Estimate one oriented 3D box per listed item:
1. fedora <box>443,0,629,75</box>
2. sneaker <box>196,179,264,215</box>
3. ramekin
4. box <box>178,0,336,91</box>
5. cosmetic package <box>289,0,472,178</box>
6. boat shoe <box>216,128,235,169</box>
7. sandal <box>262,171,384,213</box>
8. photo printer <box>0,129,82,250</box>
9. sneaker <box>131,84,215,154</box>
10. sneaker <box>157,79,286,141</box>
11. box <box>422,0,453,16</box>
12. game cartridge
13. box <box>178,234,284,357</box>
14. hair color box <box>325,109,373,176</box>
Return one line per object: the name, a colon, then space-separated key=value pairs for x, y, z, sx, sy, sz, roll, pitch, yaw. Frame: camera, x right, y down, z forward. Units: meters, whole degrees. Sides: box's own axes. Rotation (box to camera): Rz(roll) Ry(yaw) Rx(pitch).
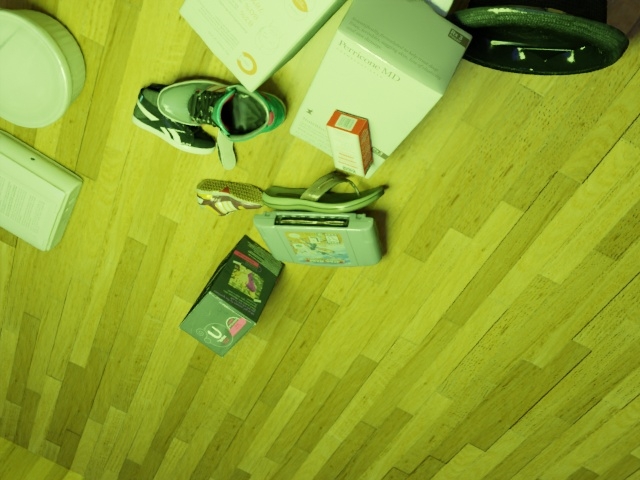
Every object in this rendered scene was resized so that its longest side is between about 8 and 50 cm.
fedora: x=0.392 y=-0.418 z=1.104 sx=0.334 sy=0.334 sz=0.152 roll=12 pitch=90 yaw=7
sneaker: x=-0.227 y=-0.100 z=1.543 sx=0.186 sy=0.069 sz=0.083 roll=14 pitch=132 yaw=13
ramekin: x=-0.689 y=-0.416 z=1.425 sx=0.273 sy=0.127 sz=0.272 roll=7 pitch=123 yaw=11
box: x=-0.080 y=-0.477 z=1.125 sx=0.215 sy=0.168 sz=0.345 roll=48 pitch=143 yaw=-11
cosmetic package: x=0.097 y=-0.295 z=1.171 sx=0.217 sy=0.156 sz=0.385 roll=29 pitch=160 yaw=-3
boat shoe: x=-0.233 y=-0.236 z=1.471 sx=0.046 sy=0.038 sz=0.125 roll=-20 pitch=125 yaw=-24
sandal: x=0.001 y=-0.120 z=1.442 sx=0.303 sy=0.120 sz=0.086 roll=3 pitch=108 yaw=13
photo printer: x=-0.830 y=-0.143 z=1.642 sx=0.308 sy=0.107 sz=0.256 roll=31 pitch=123 yaw=-5
sneaker: x=-0.343 y=-0.297 z=1.437 sx=0.217 sy=0.079 sz=0.121 roll=24 pitch=123 yaw=-1
sneaker: x=-0.228 y=-0.288 z=1.324 sx=0.296 sy=0.178 sz=0.123 roll=5 pitch=104 yaw=0
box: x=0.206 y=-0.496 z=1.096 sx=0.114 sy=0.203 sz=0.103 roll=24 pitch=124 yaw=-1
game cartridge: x=0.000 y=0.000 z=1.498 sx=0.297 sy=0.062 sz=0.198 roll=2 pitch=146 yaw=16
box: x=-0.223 y=0.139 z=1.561 sx=0.143 sy=0.270 sz=0.165 roll=38 pitch=123 yaw=-9
hair color box: x=0.059 y=-0.189 z=1.190 sx=0.072 sy=0.043 sz=0.141 roll=22 pitch=157 yaw=19
